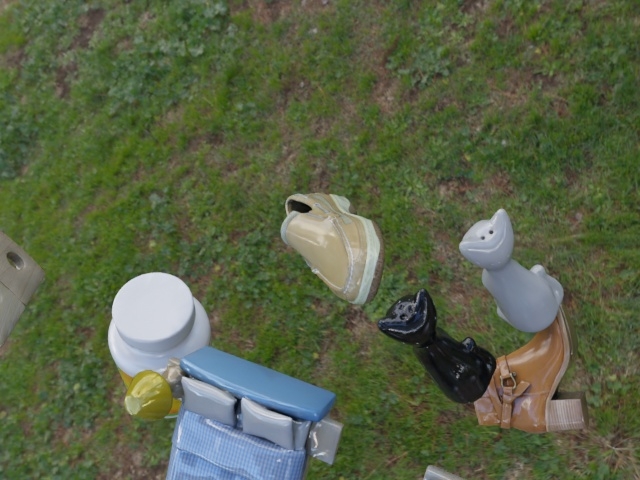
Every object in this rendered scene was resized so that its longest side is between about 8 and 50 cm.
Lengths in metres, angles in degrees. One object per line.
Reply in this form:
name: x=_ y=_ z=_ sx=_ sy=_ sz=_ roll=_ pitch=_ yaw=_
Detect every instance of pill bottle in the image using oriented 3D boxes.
pill bottle: x=-0.226 y=0.152 z=0.814 sx=0.136 sy=0.245 sz=0.136 roll=4 pitch=55 yaw=-5

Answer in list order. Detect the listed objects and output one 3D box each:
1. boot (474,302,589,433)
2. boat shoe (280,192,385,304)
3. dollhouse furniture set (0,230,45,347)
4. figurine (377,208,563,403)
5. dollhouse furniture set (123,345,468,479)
boot: x=0.287 y=0.175 z=0.811 sx=0.152 sy=0.073 sz=0.197 roll=-10 pitch=76 yaw=32
boat shoe: x=0.000 y=0.000 z=0.492 sx=0.190 sy=0.072 sz=0.068 roll=-125 pitch=51 yaw=-71
dollhouse furniture set: x=-0.374 y=0.027 z=0.498 sx=0.129 sy=0.183 sz=0.129 roll=-32 pitch=26 yaw=9
figurine: x=0.190 y=0.081 z=0.713 sx=0.215 sy=0.209 sz=0.092 roll=-46 pitch=41 yaw=0
dollhouse furniture set: x=-0.063 y=0.277 z=0.440 sx=0.303 sy=0.198 sz=0.286 roll=18 pitch=101 yaw=18
